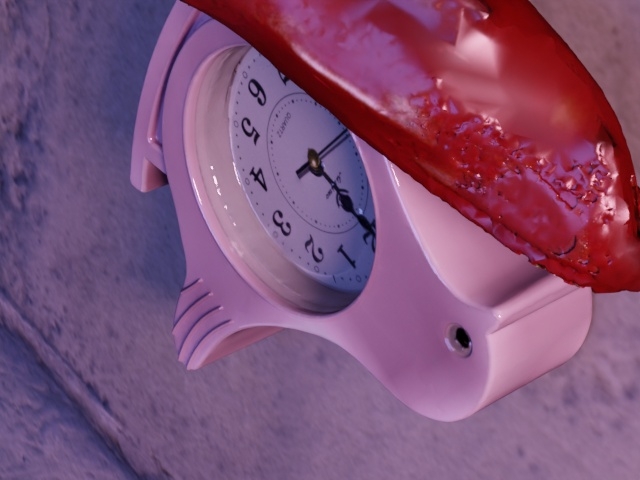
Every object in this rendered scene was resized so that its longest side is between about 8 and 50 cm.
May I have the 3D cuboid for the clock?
[{"bbox_3d":[0.000,0.000,0.836,0.275,0.080,0.290,54,144,15],"label":"clock"}]

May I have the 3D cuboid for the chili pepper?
[{"bbox_3d":[0.006,-0.114,0.674,0.387,0.110,0.110,39,139,8],"label":"chili pepper"}]
